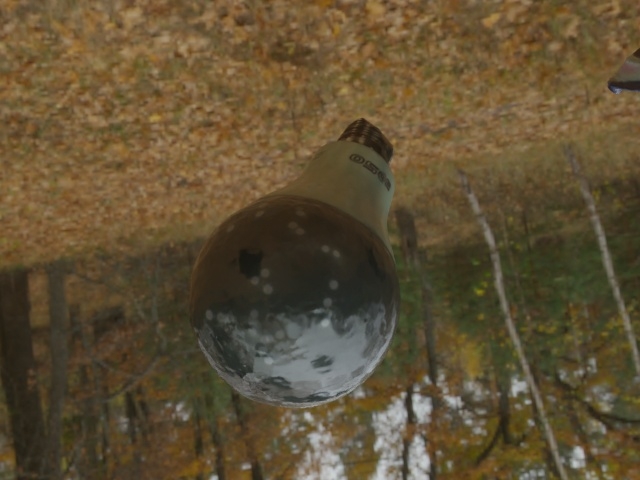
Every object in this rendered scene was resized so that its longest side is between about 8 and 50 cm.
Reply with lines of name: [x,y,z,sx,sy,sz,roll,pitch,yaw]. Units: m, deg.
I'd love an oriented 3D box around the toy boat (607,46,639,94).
toy boat: [0.424,-0.126,0.849,0.262,0.115,0.114,32,-148,18]

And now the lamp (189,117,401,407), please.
lamp: [-0.011,-0.006,0.750,0.182,0.313,0.182,8,151,5]
